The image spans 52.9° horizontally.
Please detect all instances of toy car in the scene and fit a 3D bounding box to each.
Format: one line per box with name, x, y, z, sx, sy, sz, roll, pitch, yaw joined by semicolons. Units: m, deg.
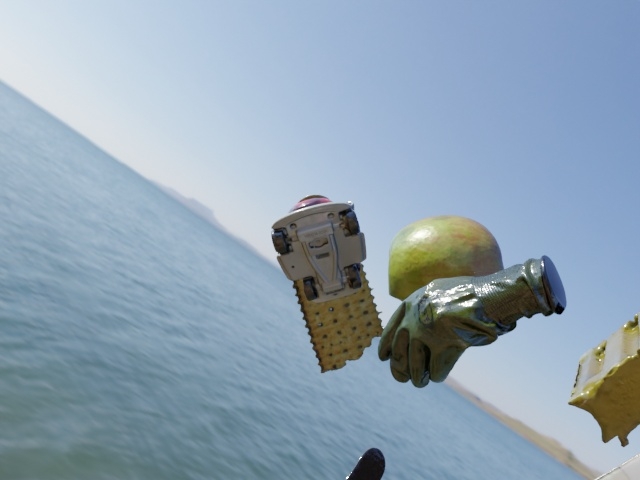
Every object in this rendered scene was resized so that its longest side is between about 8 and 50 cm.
toy car;0.000;0.000;0.831;0.112;0.112;0.139;-99;173;-62

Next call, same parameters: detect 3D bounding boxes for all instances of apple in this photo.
apple;0.245;0.070;1.302;0.226;0.246;0.246;1;-3;-3

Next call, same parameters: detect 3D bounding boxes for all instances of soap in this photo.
soap;0.397;0.164;0.820;0.076;0.135;0.233;49;22;13

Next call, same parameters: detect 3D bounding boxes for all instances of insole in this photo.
insole;0.063;0.615;1.477;0.007;0.328;0.111;-20;-66;49

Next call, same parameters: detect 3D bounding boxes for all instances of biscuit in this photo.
biscuit;0.033;0.119;1.114;0.016;0.144;0.203;-24;94;-73

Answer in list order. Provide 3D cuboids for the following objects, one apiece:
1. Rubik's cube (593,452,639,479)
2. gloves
Rubik's cube;0.722;0.712;1.392;0.344;0.347;0.346;55;6;-45
gloves;0.170;0.097;0.793;0.107;0.268;0.135;44;35;-11
